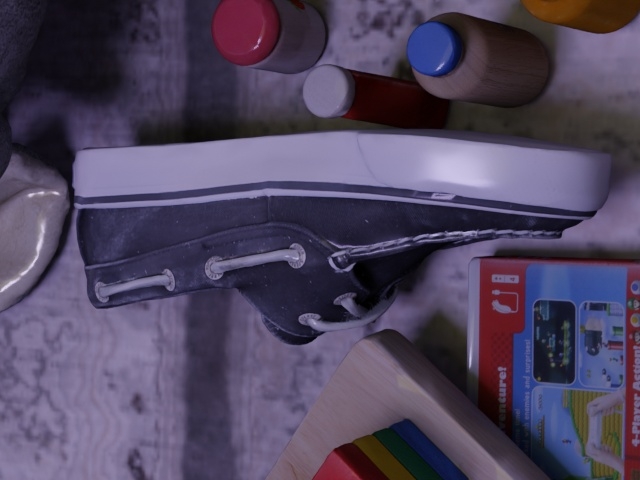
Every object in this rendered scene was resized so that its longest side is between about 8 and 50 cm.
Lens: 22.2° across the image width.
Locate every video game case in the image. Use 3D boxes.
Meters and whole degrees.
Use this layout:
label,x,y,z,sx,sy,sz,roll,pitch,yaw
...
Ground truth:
label,x,y,z,sx,sy,sz,roll,pitch,yaw
video game case,0.193,0.112,0.716,0.285,0.025,0.204,2,92,34

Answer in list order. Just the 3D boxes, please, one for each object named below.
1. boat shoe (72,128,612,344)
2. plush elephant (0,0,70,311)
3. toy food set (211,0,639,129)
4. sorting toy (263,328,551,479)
label,x,y,z,sx,sy,sz,roll,pitch,yaw
boat shoe,0.000,0.000,0.791,0.301,0.108,0.102,-1,90,32
plush elephant,-0.257,-0.083,0.864,0.272,0.330,0.255,52,136,20
toy food set,0.022,-0.114,0.776,0.232,0.104,0.111,20,100,28
sorting toy,0.034,0.223,0.759,0.257,0.089,0.255,44,121,21
